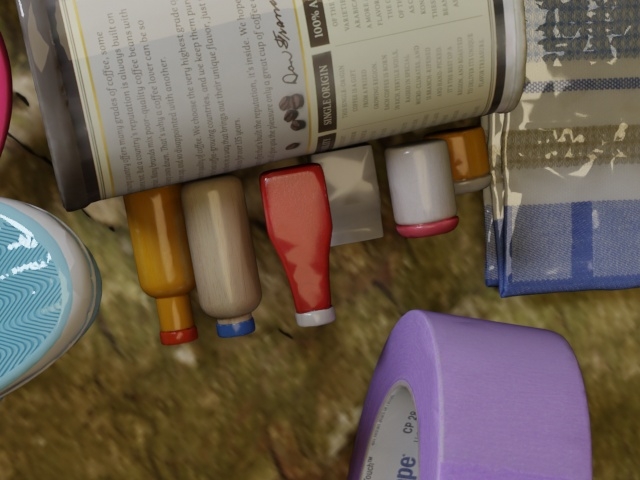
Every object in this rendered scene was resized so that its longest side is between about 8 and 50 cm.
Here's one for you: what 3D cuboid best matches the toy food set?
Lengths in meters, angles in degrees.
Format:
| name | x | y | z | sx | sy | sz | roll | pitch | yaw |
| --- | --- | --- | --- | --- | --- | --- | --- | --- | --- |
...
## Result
| name | x | y | z | sx | sy | sz | roll | pitch | yaw |
| --- | --- | --- | --- | --- | --- | --- | --- | --- | --- |
| toy food set | 0.000 | 0.000 | 1.217 | 0.232 | 0.111 | 0.104 | -10 | 97 | -5 |

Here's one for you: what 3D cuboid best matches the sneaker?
| name | x | y | z | sx | sy | sz | roll | pitch | yaw |
| --- | --- | --- | --- | --- | --- | --- | --- | --- | --- |
| sneaker | -0.212 | 0.044 | 1.124 | 0.319 | 0.208 | 0.127 | -14 | 85 | 32 |

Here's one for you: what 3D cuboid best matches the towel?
| name | x | y | z | sx | sy | sz | roll | pitch | yaw |
| --- | --- | --- | --- | --- | --- | --- | --- | --- | --- |
| towel | 0.200 | -0.109 | 1.275 | 0.209 | 0.034 | 0.285 | -4 | 97 | -10 |

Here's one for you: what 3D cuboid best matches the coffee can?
| name | x | y | z | sx | sy | sz | roll | pitch | yaw |
| --- | --- | --- | --- | --- | --- | --- | --- | --- | --- |
| coffee can | -0.039 | -0.143 | 1.154 | 0.275 | 0.201 | 0.201 | -12 | 96 | -7 |

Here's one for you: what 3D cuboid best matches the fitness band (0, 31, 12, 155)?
| name | x | y | z | sx | sy | sz | roll | pitch | yaw |
| --- | --- | --- | --- | --- | --- | --- | --- | --- | --- |
| fitness band | -0.330 | -0.104 | 1.179 | 0.291 | 0.054 | 0.209 | 18 | 105 | -8 |

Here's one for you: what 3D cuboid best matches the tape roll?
| name | x | y | z | sx | sy | sz | roll | pitch | yaw |
| --- | --- | --- | --- | --- | --- | --- | --- | --- | --- |
| tape roll | 0.077 | 0.182 | 1.158 | 0.090 | 0.275 | 0.275 | 9 | 93 | -8 |
